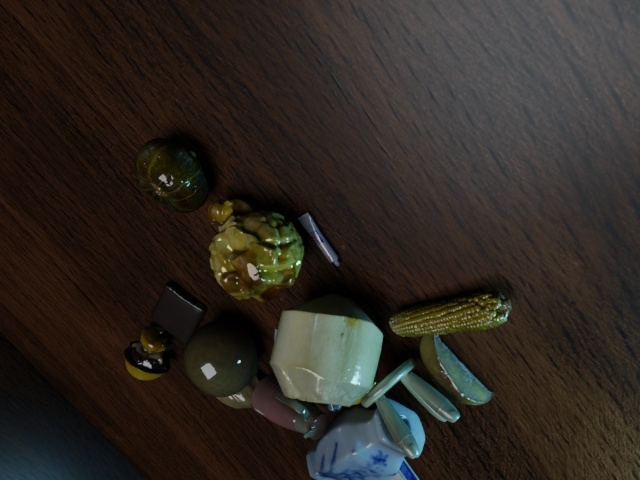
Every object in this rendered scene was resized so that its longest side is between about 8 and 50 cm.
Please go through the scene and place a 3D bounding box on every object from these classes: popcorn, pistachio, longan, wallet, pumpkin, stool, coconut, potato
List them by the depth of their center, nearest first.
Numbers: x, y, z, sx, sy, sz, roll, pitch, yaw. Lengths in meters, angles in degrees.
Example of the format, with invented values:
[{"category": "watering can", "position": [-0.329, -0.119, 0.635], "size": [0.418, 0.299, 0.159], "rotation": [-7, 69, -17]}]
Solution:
[{"category": "popcorn", "position": [-0.188, 0.025, 1.244], "size": [0.332, 0.225, 0.264], "rotation": [44, 122, 24]}, {"category": "pumpkin", "position": [-0.404, -0.187, 1.255], "size": [0.219, 0.162, 0.219], "rotation": [31, 154, 17]}, {"category": "potato", "position": [0.342, 0.379, 1.255], "size": [0.261, 0.100, 0.120], "rotation": [46, 130, -6]}, {"category": "coconut", "position": [0.014, 0.291, 1.256], "size": [0.323, 0.323, 0.322], "rotation": [14, 126, 20]}, {"category": "stool", "position": [0.242, 0.462, 1.268], "size": [0.198, 0.195, 0.195], "rotation": [51, 172, 19]}, {"category": "longan", "position": [-0.328, 0.393, 1.538], "size": [0.258, 0.258, 0.257], "rotation": [14, 126, 20]}, {"category": "wallet", "position": [-0.524, 0.265, 1.687], "size": [0.182, 0.049, 0.229], "rotation": [37, 129, 2]}, {"category": "pistachio", "position": [-0.316, 0.535, 1.702], "size": [0.238, 0.153, 0.138], "rotation": [11, 165, 25]}]

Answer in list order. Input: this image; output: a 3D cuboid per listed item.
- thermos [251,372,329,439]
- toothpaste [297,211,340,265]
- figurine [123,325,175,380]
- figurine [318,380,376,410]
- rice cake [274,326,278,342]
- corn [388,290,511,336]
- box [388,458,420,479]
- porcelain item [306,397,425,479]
[{"category": "thermos", "position": [-0.098, 0.558, 1.533], "size": [0.265, 0.146, 0.176], "rotation": [16, 148, 41]}, {"category": "toothpaste", "position": [0.000, 0.000, 1.235], "size": [0.045, 0.028, 0.169], "rotation": [-25, 105, 45]}, {"category": "figurine", "position": [-0.681, 0.446, 1.818], "size": [0.192, 0.167, 0.256], "rotation": [38, 130, 19]}, {"category": "figurine", "position": [0.046, 0.445, 1.456], "size": [0.234, 0.127, 0.185], "rotation": [-28, 100, 50]}, {"category": "rice cake", "position": [-0.133, 0.361, 1.547], "size": [0.042, 0.030, 0.180], "rotation": [19, 128, 23]}, {"category": "corn", "position": [0.319, 0.189, 1.145], "size": [0.320, 0.097, 0.096], "rotation": [-19, 110, 38]}, {"category": "box", "position": [0.167, 0.844, 1.684], "size": [0.344, 0.065, 0.200], "rotation": [-21, 109, 37]}, {"category": "porcelain item", "position": [0.134, 0.665, 1.486], "size": [0.243, 0.178, 0.405], "rotation": [32, 129, -16]}]
